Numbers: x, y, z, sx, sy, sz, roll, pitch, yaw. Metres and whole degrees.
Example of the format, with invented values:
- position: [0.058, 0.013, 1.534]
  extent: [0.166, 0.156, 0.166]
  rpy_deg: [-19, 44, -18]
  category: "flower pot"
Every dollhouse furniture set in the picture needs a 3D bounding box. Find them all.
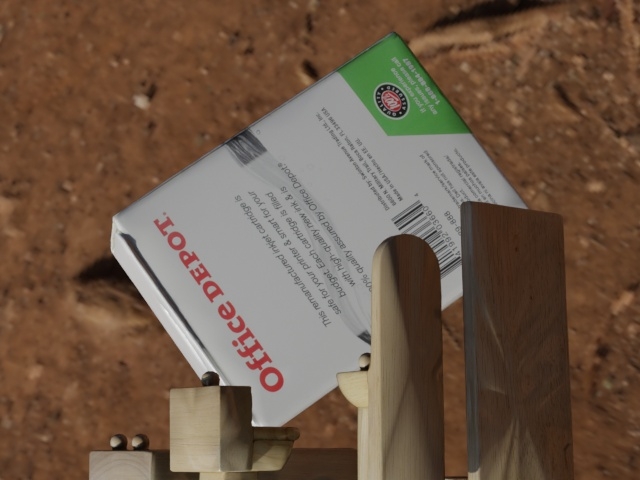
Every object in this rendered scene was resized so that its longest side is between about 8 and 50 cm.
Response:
- position: [0.002, 0.052, 0.583]
  extent: [0.151, 0.144, 0.123]
  rpy_deg: [-10, 77, 49]
  category: "dollhouse furniture set"

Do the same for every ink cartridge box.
- position: [0.000, 0.000, 1.125]
  extent: [0.289, 0.211, 0.121]
  rpy_deg: [-34, -5, -16]
  category: "ink cartridge box"
